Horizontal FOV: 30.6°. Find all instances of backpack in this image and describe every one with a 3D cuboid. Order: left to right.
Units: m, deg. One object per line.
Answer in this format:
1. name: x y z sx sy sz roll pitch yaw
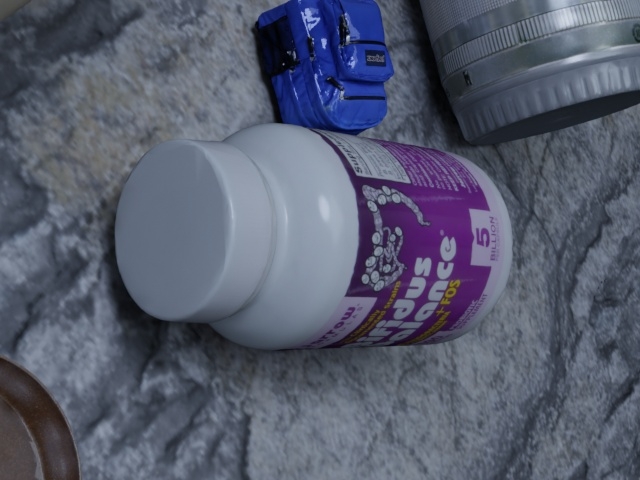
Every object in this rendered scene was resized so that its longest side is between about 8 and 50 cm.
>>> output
1. backpack: 0.008 -0.147 1.011 0.098 0.101 0.120 -7 85 -42

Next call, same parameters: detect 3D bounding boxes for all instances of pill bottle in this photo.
1. pill bottle: 0.000 0.000 0.896 0.302 0.169 0.169 3 75 -47

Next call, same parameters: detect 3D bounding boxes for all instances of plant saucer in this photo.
1. plant saucer: -0.222 0.148 0.709 0.168 0.029 0.168 18 65 -42

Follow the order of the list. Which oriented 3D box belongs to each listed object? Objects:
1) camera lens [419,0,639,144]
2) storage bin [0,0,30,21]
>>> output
1. camera lens: 0.210 -0.254 1.174 0.219 0.219 0.274 -10 84 -49
2. storage bin: -0.176 -0.221 0.710 0.123 0.262 0.260 54 44 -17
